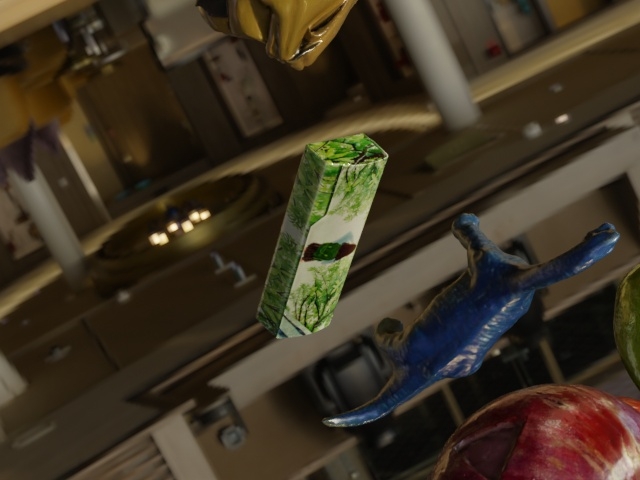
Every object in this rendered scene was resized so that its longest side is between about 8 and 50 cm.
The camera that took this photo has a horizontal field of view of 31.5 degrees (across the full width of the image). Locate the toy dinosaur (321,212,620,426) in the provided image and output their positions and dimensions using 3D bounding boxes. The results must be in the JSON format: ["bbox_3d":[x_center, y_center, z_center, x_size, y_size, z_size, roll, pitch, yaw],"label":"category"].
[{"bbox_3d":[0.100,0.069,0.806,0.248,0.075,0.188,-48,-168,5],"label":"toy dinosaur"}]

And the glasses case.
[{"bbox_3d":[0.000,0.000,1.410,0.095,0.062,0.272,-16,137,-38],"label":"glasses case"}]

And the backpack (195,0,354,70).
[{"bbox_3d":[-0.007,-0.406,1.408,0.378,0.201,0.353,-44,163,-43],"label":"backpack"}]

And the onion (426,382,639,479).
[{"bbox_3d":[0.237,0.254,1.106,0.272,0.256,0.230,14,-134,37],"label":"onion"}]

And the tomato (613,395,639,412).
[{"bbox_3d":[0.339,0.355,1.385,0.293,0.325,0.290,-37,179,22],"label":"tomato"}]

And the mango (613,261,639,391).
[{"bbox_3d":[0.282,0.085,0.858,0.089,0.163,0.117,0,152,-34],"label":"mango"}]
